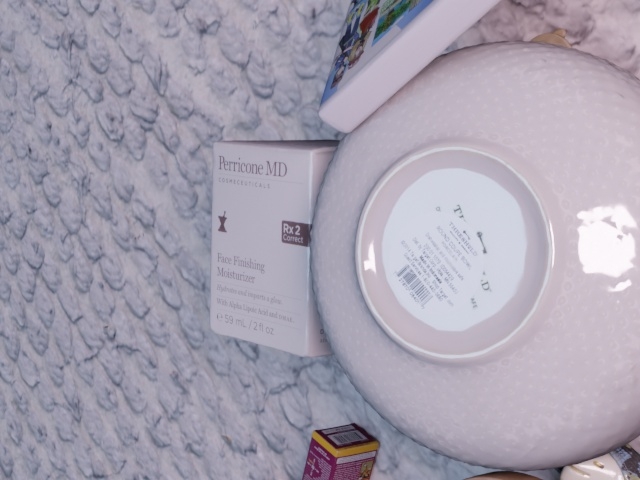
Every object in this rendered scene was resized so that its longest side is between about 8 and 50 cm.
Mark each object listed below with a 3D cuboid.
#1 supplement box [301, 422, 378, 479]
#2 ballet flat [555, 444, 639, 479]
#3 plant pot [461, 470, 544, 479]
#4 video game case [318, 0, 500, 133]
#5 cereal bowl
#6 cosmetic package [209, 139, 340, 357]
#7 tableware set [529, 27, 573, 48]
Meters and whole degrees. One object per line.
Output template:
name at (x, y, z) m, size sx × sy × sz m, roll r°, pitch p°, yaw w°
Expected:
supplement box at (0.017, 0.228, 1.338) m, size 0.043 × 0.055 × 0.083 m, roll 34°, pitch 119°, yaw 45°
ballet flat at (0.203, 0.172, 1.101) m, size 0.188 × 0.070 × 0.070 m, roll 42°, pitch 125°, yaw 39°
plant pot at (0.188, 0.297, 1.093) m, size 0.237 × 0.109 × 0.237 m, roll 11°, pitch 105°, yaw 50°
video game case at (0.129, -0.270, 1.035) m, size 0.329 × 0.036 × 0.300 m, roll -38°, pitch 28°, yaw 45°
cereal bowl at (0.130, 0.010, 1.032) m, size 0.339 × 0.141 × 0.339 m, roll -1°, pitch 88°, yaw 29°
cosmetic package at (0.000, 0.000, 1.257) m, size 0.151 × 0.151 × 0.184 m, roll 8°, pitch 100°, yaw 49°
tableware set at (0.185, -0.081, 1.130) m, size 0.141 × 0.020 × 0.169 m, roll -44°, pitch 60°, yaw 41°
